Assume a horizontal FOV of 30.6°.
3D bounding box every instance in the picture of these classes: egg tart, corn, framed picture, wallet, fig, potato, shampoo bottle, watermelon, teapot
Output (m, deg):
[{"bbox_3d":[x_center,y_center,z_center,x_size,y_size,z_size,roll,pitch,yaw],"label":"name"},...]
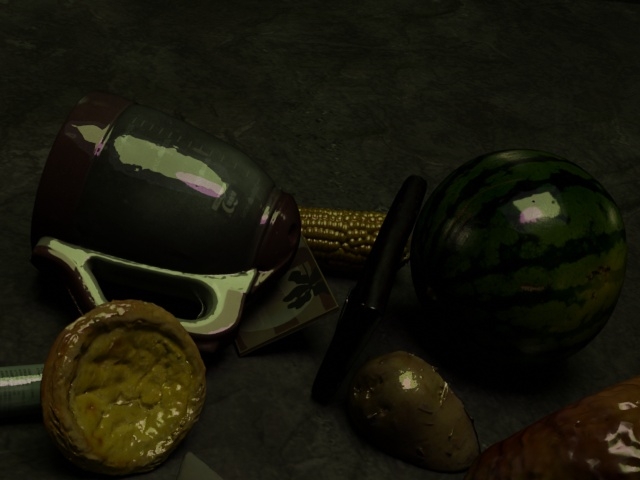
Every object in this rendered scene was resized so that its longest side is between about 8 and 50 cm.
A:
[{"bbox_3d":[-0.213,0.153,1.227,0.191,0.191,0.074,-12,2,-39],"label":"egg tart"},{"bbox_3d":[0.001,-0.003,1.653,0.260,0.091,0.091,4,45,-10],"label":"corn"},{"bbox_3d":[-0.065,0.060,1.514,0.136,0.010,0.201,-25,35,-2],"label":"framed picture"},{"bbox_3d":[0.064,0.054,1.465,0.045,0.172,0.318,25,36,1],"label":"wallet"},{"bbox_3d":[0.316,0.312,1.097,0.286,0.286,0.369,-16,63,-43],"label":"fig"},{"bbox_3d":[0.098,0.198,1.326,0.172,0.101,0.089,31,37,24],"label":"potato"},{"bbox_3d":[-0.288,0.159,1.261,0.195,0.056,0.056,-1,31,-27],"label":"shampoo bottle"},{"bbox_3d":[0.256,0.022,1.511,0.285,0.285,0.285,11,28,-6],"label":"watermelon"},{"bbox_3d":[-0.191,-0.005,1.457,0.312,0.233,0.315,19,53,5],"label":"teapot"}]

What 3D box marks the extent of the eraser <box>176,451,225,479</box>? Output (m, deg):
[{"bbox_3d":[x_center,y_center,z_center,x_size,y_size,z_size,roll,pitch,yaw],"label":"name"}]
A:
[{"bbox_3d":[-0.032,0.328,1.009,0.352,0.111,0.077,32,31,31],"label":"eraser"}]
